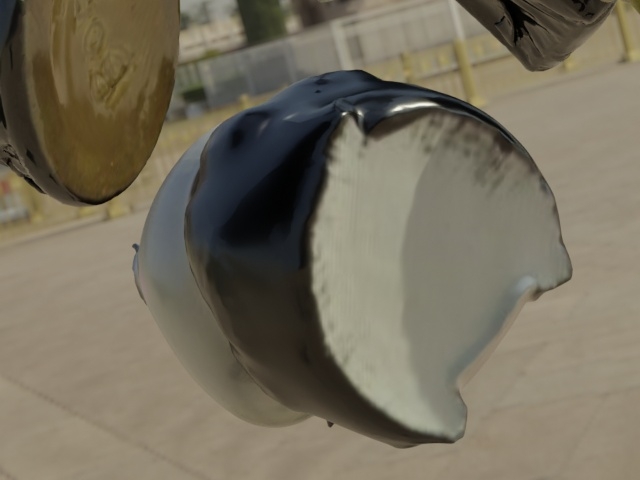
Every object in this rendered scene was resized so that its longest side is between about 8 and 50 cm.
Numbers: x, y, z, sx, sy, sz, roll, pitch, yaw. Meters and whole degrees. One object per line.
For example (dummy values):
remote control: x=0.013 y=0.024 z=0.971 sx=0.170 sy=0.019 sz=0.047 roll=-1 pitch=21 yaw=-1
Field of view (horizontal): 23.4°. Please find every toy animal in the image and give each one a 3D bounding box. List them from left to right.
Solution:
toy animal: x=0.000 y=0.000 z=1.056 sx=0.251 sy=0.250 sz=0.310 roll=-19 pitch=11 yaw=-28

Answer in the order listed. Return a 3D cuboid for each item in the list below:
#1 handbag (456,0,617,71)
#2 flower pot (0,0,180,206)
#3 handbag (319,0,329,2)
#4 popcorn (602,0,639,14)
handbag: x=0.136 y=-0.273 z=1.359 sx=0.088 sy=0.275 sz=0.244 roll=-51 pitch=-1 yaw=-10
flower pot: x=-0.234 y=-0.126 z=0.863 sx=0.267 sy=0.266 sz=0.266 roll=8 pitch=14 yaw=17
handbag: x=0.002 y=-0.416 z=1.662 sx=0.151 sy=0.298 sz=0.171 roll=-38 pitch=-5 yaw=33
popcorn: x=0.270 y=-0.284 z=1.045 sx=0.274 sy=0.279 sz=0.335 roll=0 pitch=4 yaw=-7
